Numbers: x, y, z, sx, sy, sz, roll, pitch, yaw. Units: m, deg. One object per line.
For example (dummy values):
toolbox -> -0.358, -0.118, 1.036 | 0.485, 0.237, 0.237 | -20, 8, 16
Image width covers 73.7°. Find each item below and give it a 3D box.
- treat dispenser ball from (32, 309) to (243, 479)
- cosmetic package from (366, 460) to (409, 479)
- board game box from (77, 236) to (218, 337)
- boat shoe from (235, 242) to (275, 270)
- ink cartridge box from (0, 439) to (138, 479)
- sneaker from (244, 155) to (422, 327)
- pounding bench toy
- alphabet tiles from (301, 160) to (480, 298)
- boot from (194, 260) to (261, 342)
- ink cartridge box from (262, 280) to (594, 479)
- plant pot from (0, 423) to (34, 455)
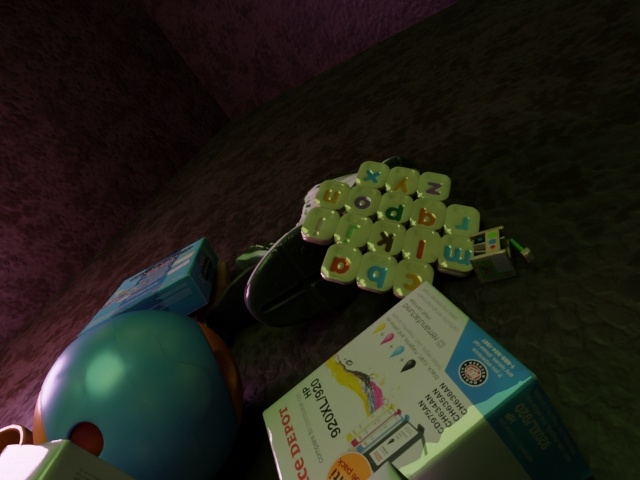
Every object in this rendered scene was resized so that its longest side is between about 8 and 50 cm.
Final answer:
treat dispenser ball -> -0.262, 0.250, 0.644 | 0.288, 0.288, 0.288 | -29, 29, 17
cosmetic package -> 0.097, 0.256, 0.266 | 0.085, 0.231, 0.117 | -40, 28, -5
board game box -> -0.382, 0.121, 1.020 | 0.253, 0.079, 0.336 | -29, 16, -2
boat shoe -> -0.133, 0.038, 1.046 | 0.219, 0.078, 0.070 | -2, 45, 51
ink cartridge box -> -0.207, 0.376, 0.361 | 0.130, 0.309, 0.272 | -20, 32, 31
sneaker -> 0.001, 0.001, 0.898 | 0.447, 0.169, 0.257 | -41, 18, -23
pounding bench toy -> 0.268, 0.015, 0.627 | 0.083, 0.052, 0.065 | -18, 33, 33
alphabet tiles -> 0.119, -0.027, 0.724 | 0.283, 0.021, 0.278 | 13, 53, 11
boot -> -0.209, 0.115, 1.020 | 0.264, 0.096, 0.280 | -55, 22, 4
ink cartridge box -> 0.092, 0.199, 0.427 | 0.232, 0.168, 0.171 | -39, 28, 0
plant pot -> -0.514, 0.482, 0.685 | 0.290, 0.204, 0.291 | -28, 29, 17
